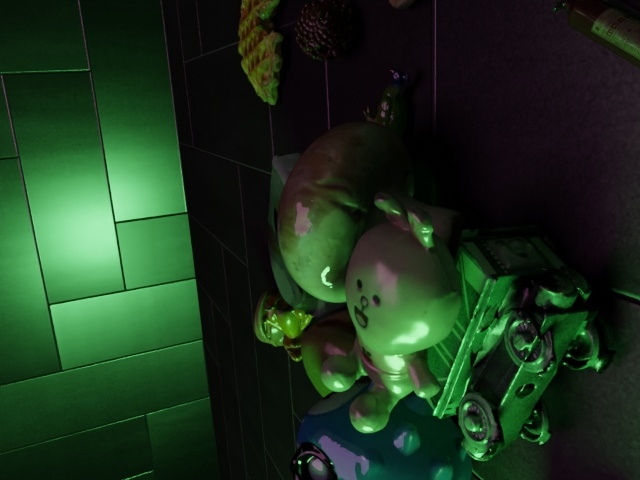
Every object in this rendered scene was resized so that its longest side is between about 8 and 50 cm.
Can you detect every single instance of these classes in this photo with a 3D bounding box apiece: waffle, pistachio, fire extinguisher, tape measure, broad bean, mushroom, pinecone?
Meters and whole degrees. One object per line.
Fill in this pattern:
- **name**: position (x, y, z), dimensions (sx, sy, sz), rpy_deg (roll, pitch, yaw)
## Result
- **waffle**: position (-0.138, -0.448, 1.222), dimensions (0.261, 0.056, 0.250), rpy_deg (60, 150, 36)
- **pistachio**: position (-0.115, 0.198, 1.381), dimensions (0.113, 0.113, 0.149), rpy_deg (-170, 86, -66)
- **fire extinguisher**: position (0.251, -0.172, 0.436), dimensions (0.173, 0.035, 0.049), rpy_deg (57, 152, 38)
- **tape measure**: position (-0.001, -0.001, 0.972), dimensions (0.262, 0.138, 0.259), rpy_deg (106, 148, -46)
- **broad bean**: position (0.044, 0.226, 0.950), dimensions (0.189, 0.121, 0.263), rpy_deg (29, 137, 19)
- **mushroom**: position (0.072, -0.027, 0.703), dimensions (0.243, 0.243, 0.244), rpy_deg (170, 90, -67)
- **pinecone**: position (0.005, -0.341, 0.880), dimensions (0.109, 0.102, 0.102), rpy_deg (-139, 44, -72)

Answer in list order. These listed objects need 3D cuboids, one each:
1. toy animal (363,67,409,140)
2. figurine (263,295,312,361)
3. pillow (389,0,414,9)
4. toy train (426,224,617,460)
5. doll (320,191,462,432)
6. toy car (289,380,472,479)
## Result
- **toy animal**: position (0.095, -0.155, 0.807), dimensions (0.075, 0.041, 0.217), rpy_deg (49, 147, 42)
- **figurine**: position (-0.065, 0.196, 1.288), dimensions (0.122, 0.121, 0.176), rpy_deg (-80, -21, -70)
- **pillow**: position (0.111, -0.416, 0.662), dimensions (0.126, 0.043, 0.233), rpy_deg (6, 102, 62)
- **toy train**: position (0.199, 0.119, 0.585), dimensions (0.154, 0.115, 0.270), rpy_deg (-113, 25, -50)
- **doll**: position (0.081, 0.075, 0.591), dimensions (0.155, 0.113, 0.275), rpy_deg (42, 131, 44)
- **toy car**: position (0.095, 0.284, 0.764), dimensions (0.255, 0.188, 0.190), rpy_deg (21, 105, 31)
